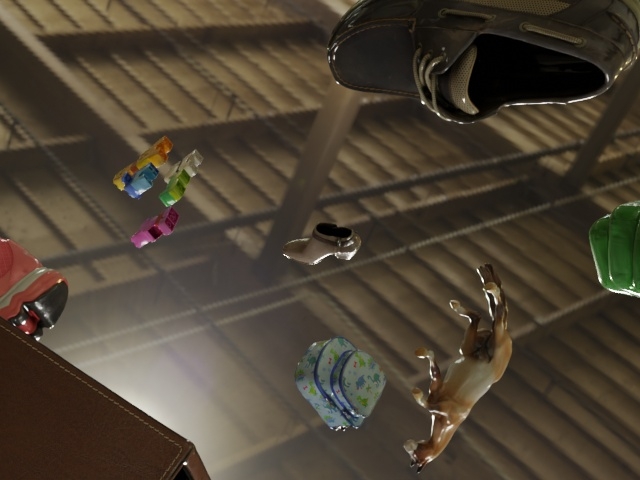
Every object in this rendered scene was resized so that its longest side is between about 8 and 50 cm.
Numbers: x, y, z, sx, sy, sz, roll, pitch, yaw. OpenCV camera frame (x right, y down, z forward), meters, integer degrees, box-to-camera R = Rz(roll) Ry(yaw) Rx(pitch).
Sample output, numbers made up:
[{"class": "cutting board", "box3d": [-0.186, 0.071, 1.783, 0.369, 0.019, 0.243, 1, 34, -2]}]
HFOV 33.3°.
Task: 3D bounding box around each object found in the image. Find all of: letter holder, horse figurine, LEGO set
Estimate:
[{"class": "letter holder", "box3d": [-0.280, 0.213, 0.945, 0.302, 0.152, 0.214, 29, -114, 19]}, {"class": "horse figurine", "box3d": [0.184, 0.159, 1.374, 0.066, 0.174, 0.263, 19, -119, 36]}, {"class": "LEGO set", "box3d": [-0.251, -0.077, 1.544, 0.087, 0.093, 0.227, 52, -157, -21]}]

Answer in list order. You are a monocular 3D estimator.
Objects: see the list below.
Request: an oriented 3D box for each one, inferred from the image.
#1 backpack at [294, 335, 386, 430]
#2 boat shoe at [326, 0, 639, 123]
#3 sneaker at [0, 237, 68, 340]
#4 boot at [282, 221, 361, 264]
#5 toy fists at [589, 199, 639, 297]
[{"class": "backpack", "box3d": [0.030, 0.192, 1.488, 0.114, 0.084, 0.105, 48, -130, -19]}, {"class": "boat shoe", "box3d": [0.150, -0.198, 1.103, 0.355, 0.132, 0.130, -3, -137, 34]}, {"class": "sneaker", "box3d": [-0.453, 0.119, 1.265, 0.314, 0.116, 0.136, -42, -108, -18]}, {"class": "boot", "box3d": [0.000, 0.000, 1.538, 0.118, 0.087, 0.042, 1, -114, 6]}, {"class": "toy fists", "box3d": [0.323, 0.033, 0.773, 0.142, 0.096, 0.279, 14, -173, -41]}]
